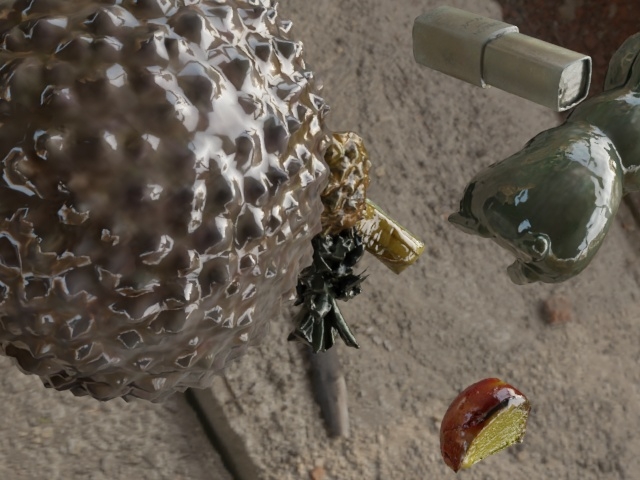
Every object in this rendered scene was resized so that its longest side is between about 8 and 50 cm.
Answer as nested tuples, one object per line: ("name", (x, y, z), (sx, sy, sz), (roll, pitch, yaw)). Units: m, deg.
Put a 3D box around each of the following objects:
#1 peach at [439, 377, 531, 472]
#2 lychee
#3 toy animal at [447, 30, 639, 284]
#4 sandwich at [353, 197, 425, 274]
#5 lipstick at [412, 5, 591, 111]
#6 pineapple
("peach", (0.254, 0.292, 1.241), (0.172, 0.092, 0.127), (-34, 131, -14))
("lychee", (-0.122, -0.042, 0.486), (0.300, 0.300, 0.299), (10, 70, -28))
("toy animal", (0.239, -0.073, 0.667), (0.251, 0.127, 0.125), (-46, 131, -6))
("sandwich", (0.050, -0.050, 1.403), (0.251, 0.226, 0.087), (33, 95, -35))
("lipstick", (0.234, -0.243, 1.023), (0.079, 0.253, 0.077), (-29, 130, -26))
("pineapple", (-0.001, 0.000, 0.876), (0.128, 0.128, 0.247), (-6, 94, -32))
